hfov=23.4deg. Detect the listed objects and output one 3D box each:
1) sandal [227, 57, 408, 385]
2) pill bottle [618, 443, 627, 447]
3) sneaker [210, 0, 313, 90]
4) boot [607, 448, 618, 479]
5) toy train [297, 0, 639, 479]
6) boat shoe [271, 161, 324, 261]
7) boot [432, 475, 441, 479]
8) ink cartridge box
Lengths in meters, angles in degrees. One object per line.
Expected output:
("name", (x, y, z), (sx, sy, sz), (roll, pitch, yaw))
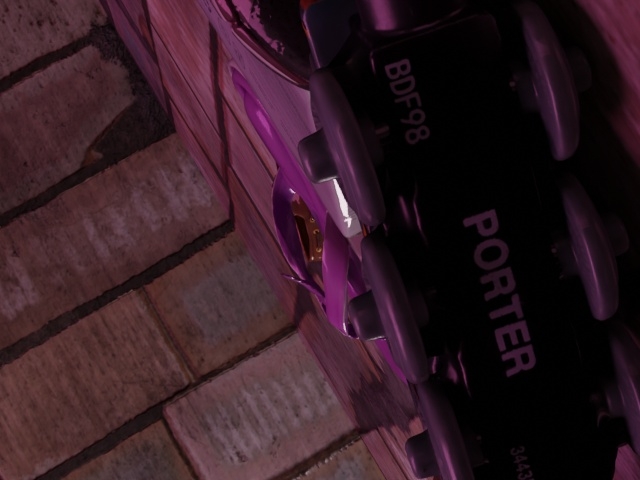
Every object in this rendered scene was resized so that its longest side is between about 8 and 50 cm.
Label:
("sandal", (-0.004, -0.004, 1.560), (0.416, 0.102, 0.169), (62, 173, -21))
("pill bottle", (0.175, 0.095, 0.913), (0.043, 0.043, 0.083), (57, 173, 17))
("sneaker", (-0.030, -0.210, 0.854), (0.281, 0.106, 0.162), (61, 170, -8))
("boot", (0.178, 0.206, 1.048), (0.338, 0.118, 0.223), (-25, -59, -66))
("toy train", (0.073, -0.005, 0.795), (0.190, 0.142, 0.334), (-113, 4, -65))
("boat shoe", (-0.021, -0.051, 1.662), (0.178, 0.060, 0.064), (63, 172, -29))
("boot", (0.174, 0.279, 1.519), (0.115, 0.112, 0.305), (46, 167, 20))
("ink cartridge box", (-0.049, -0.203, 1.157), (0.324, 0.071, 0.330), (59, 173, 24))
